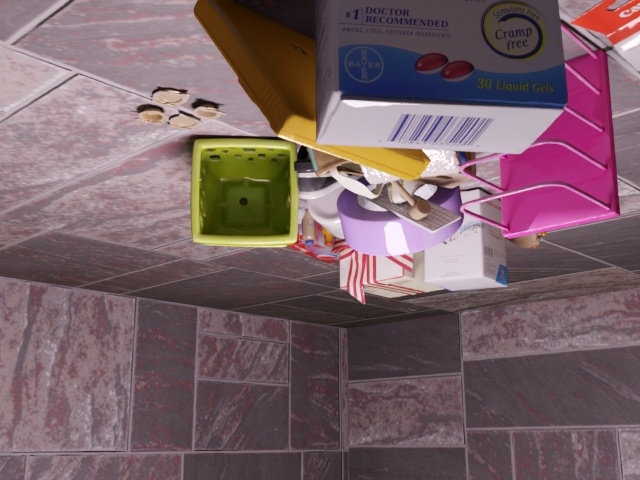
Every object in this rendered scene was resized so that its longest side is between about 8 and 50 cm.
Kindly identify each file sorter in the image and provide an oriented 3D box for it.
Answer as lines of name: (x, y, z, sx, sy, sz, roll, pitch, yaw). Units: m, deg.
file sorter: (0.342, -0.179, 1.283, 0.202, 0.290, 0.182, -14, 157, 42)

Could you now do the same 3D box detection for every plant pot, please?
plant pot: (-0.167, -0.092, 1.750, 0.227, 0.228, 0.207, 1, 173, -4)

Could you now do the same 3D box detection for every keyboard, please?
keyboard: (0.185, -0.072, 1.631, 0.072, 0.014, 0.256, -32, -147, -17)

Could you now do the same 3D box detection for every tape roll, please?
tape roll: (0.178, -0.072, 1.755, 0.275, 0.090, 0.275, -11, -153, 6)

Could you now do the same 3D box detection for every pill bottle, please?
pill bottle: (0.059, -0.075, 1.981, 0.131, 0.131, 0.229, -5, 165, 16)

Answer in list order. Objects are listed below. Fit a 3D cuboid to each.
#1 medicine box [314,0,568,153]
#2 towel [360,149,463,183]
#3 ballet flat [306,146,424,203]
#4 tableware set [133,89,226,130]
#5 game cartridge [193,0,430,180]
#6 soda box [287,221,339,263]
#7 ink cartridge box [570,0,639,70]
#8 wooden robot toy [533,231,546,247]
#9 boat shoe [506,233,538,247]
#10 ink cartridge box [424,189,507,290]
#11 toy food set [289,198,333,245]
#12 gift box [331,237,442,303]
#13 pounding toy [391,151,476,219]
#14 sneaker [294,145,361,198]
medicine box: (0.131, -0.264, 0.937, 0.263, 0.289, 0.149, 1, 165, -8)
towel: (0.138, -0.212, 1.399, 0.187, 0.049, 0.282, -5, 137, 22)
ballet flat: (0.127, -0.143, 1.616, 0.342, 0.124, 0.116, 9, 161, -30)
tableware set: (-0.277, -0.249, 1.529, 0.141, 0.020, 0.169, 10, 162, -34)
game cartridge: (-0.012, -0.218, 1.133, 0.285, 0.323, 0.052, 14, 124, -41)
soda box: (0.000, 0.000, 2.361, 0.092, 0.083, 0.263, -9, 163, 27)
ink cartridge box: (0.533, -0.323, 1.194, 0.232, 0.066, 0.189, 2, 166, -27)
wooden robot toy: (0.619, -0.017, 2.315, 0.173, 0.079, 0.076, -7, 164, 24)
boat shoe: (0.559, -0.060, 2.113, 0.103, 0.092, 0.285, 34, 167, 14)
ink cartridge box: (0.384, 0.003, 2.084, 0.168, 0.232, 0.171, -8, 164, 34)
toy food set: (-0.072, -0.046, 2.141, 0.232, 0.104, 0.111, 11, 162, -37)
gift box: (0.202, 0.041, 2.169, 0.255, 0.276, 0.258, -20, 155, 39)
pounding toy: (0.213, -0.150, 1.548, 0.181, 0.206, 0.094, 7, 163, -25)
sneaker: (0.023, -0.178, 1.700, 0.079, 0.121, 0.217, 4, -156, 32)
